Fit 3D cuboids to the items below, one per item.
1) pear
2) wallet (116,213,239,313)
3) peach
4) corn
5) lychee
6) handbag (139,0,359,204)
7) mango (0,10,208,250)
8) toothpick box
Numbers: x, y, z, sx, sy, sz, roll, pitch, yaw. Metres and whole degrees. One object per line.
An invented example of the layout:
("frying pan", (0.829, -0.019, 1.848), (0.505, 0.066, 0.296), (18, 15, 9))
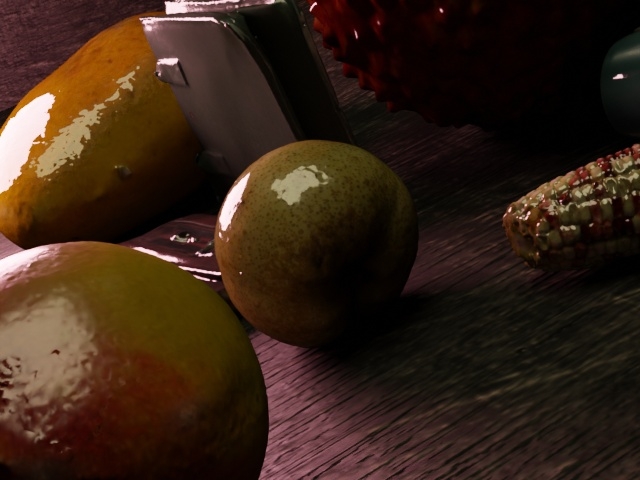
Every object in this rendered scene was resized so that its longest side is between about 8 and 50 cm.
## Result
("pear", (0.000, 0.000, 0.872), (0.167, 0.167, 0.136), (-30, 38, -23))
("wallet", (-0.117, 0.021, 1.085), (0.182, 0.049, 0.229), (-32, 24, -36))
("peach", (-0.144, 0.112, 0.651), (0.231, 0.231, 0.231), (-18, 20, 7))
("corn", (0.261, -0.039, 0.814), (0.253, 0.086, 0.086), (-19, 20, 5))
("lychee", (0.175, -0.324, 1.173), (0.424, 0.425, 0.500), (-21, 3, -1))
("handbag", (-0.077, -0.140, 1.166), (0.079, 0.247, 0.260), (-37, 26, -24))
("mango", (-0.248, -0.127, 1.369), (0.301, 0.220, 0.445), (-6, 34, 23))
("toothpick box", (0.340, -0.140, 0.951), (0.120, 0.120, 0.184), (-35, 22, -35))
